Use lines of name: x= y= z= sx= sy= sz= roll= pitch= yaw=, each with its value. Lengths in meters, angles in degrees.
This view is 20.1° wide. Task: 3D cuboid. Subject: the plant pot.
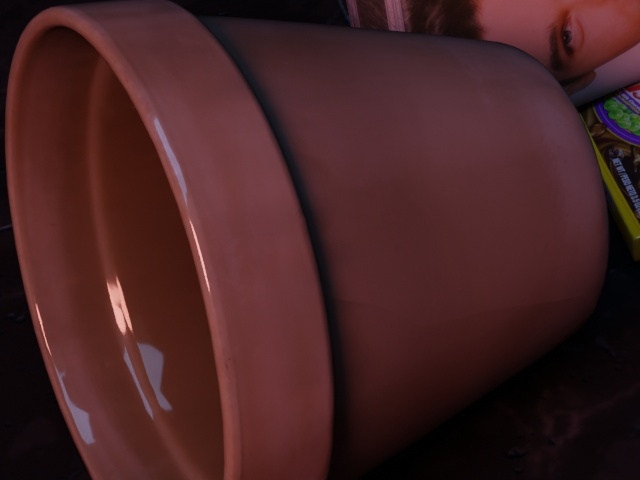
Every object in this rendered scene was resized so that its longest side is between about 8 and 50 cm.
plant pot: x=0.000 y=0.000 z=1.053 sx=0.280 sy=0.323 sz=0.323 roll=-15 pitch=40 yaw=-25

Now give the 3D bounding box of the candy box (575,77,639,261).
candy box: x=0.232 y=-0.072 z=1.239 sx=0.105 sy=0.027 sz=0.206 roll=-13 pitch=43 yaw=-4

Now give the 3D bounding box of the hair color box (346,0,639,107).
hair color box: x=0.202 y=-0.212 z=1.238 sx=0.374 sy=0.185 sz=0.113 roll=-23 pitch=42 yaw=-12
